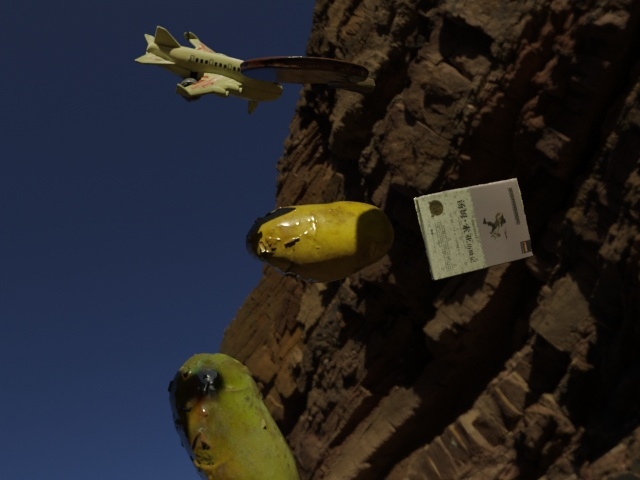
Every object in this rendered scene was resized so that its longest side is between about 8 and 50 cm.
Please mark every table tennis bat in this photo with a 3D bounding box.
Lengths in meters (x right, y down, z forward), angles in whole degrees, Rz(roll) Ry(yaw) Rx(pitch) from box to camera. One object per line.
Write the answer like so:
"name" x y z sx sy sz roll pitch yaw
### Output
"table tennis bat" 0.001 -0.191 0.565 0.220 0.130 0.019 -16 -69 -55

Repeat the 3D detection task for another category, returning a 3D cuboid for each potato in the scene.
"potato" 0.000 0.000 0.981 0.300 0.173 0.140 -6 -33 -16
"potato" -0.129 0.309 0.735 0.141 0.298 0.176 -28 -15 -8

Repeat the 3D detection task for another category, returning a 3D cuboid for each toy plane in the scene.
"toy plane" -0.185 -0.286 0.835 0.244 0.229 0.092 18 -53 -24

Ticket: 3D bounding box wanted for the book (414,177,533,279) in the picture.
"book" 0.234 -0.019 0.732 0.181 0.014 0.127 -11 -93 -18
